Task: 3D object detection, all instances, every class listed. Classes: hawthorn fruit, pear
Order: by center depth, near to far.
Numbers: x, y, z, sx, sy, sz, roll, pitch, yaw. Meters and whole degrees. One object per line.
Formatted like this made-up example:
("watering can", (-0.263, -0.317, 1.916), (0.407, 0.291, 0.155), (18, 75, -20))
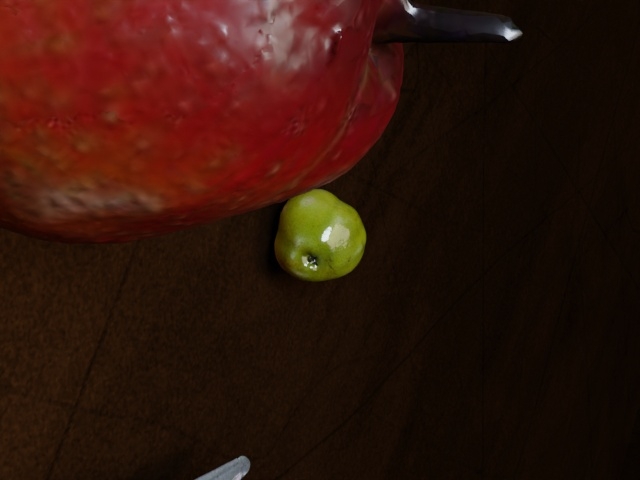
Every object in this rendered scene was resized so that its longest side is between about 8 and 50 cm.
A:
("hawthorn fruit", (-0.070, -0.129, 0.589), (0.285, 0.368, 0.285), (9, 90, -78))
("pear", (0.000, 0.000, 0.969), (0.097, 0.092, 0.092), (-61, 141, -35))

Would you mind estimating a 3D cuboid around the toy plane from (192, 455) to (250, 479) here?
("toy plane", (-0.154, 0.229, 0.757), (0.267, 0.088, 0.212), (40, 59, -44))
